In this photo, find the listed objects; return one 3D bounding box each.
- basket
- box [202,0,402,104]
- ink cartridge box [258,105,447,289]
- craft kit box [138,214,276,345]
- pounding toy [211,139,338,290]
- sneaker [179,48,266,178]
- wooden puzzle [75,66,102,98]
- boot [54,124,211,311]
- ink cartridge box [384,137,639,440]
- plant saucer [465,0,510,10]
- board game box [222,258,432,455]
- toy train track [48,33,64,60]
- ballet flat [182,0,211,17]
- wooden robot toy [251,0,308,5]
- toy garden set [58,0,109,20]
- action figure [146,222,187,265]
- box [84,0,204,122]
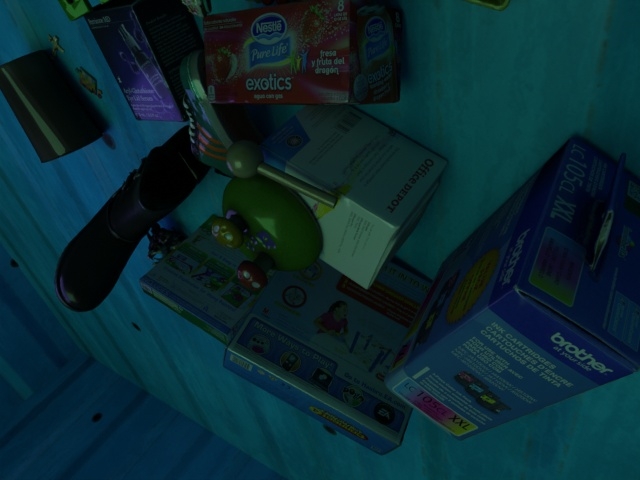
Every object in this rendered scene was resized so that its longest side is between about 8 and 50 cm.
[{"bbox_3d":[-0.661,-0.323,1.242,0.204,0.154,0.227,4,126,46],"label":"basket"},{"bbox_3d":[-0.029,-0.248,0.705,0.256,0.128,0.123,11,109,36],"label":"box"},{"bbox_3d":[0.040,-0.078,0.808,0.232,0.171,0.168,33,144,13],"label":"ink cartridge box"},{"bbox_3d":[-0.226,0.078,1.162,0.249,0.247,0.061,28,145,20],"label":"craft kit box"},{"bbox_3d":[-0.095,-0.013,0.762,0.183,0.110,0.237,36,147,8],"label":"pounding toy"},{"bbox_3d":[-0.183,-0.192,0.877,0.121,0.108,0.302,2,153,15],"label":"sneaker"},{"bbox_3d":[-0.537,-0.367,1.194,0.083,0.006,0.049,40,145,3],"label":"wooden puzzle"},{"bbox_3d":[-0.425,-0.030,1.156,0.146,0.367,0.445,33,151,-29],"label":"boot"},{"bbox_3d":[0.264,0.063,0.659,0.151,0.270,0.395,34,144,2],"label":"ink cartridge box"},{"bbox_3d":[0.136,-0.360,0.530,0.188,0.045,0.188,27,143,20],"label":"plant saucer"},{"bbox_3d":[0.040,0.155,0.905,0.308,0.302,0.086,28,144,4],"label":"board game box"},{"bbox_3d":[-0.613,-0.439,1.185,0.048,0.014,0.083,48,145,-8],"label":"toy train track"},{"bbox_3d":[-0.192,-0.413,0.681,0.091,0.077,0.241,-84,-11,-89],"label":"ballet flat"},{"bbox_3d":[-0.036,-0.357,0.681,0.173,0.076,0.079,15,126,32],"label":"wooden robot toy"},{"bbox_3d":[-0.335,-0.483,0.778,0.244,0.049,0.204,-16,117,20],"label":"toy garden set"},{"bbox_3d":[-0.386,0.049,1.377,0.275,0.141,0.164,23,152,23],"label":"action figure"},{"bbox_3d":[-0.293,-0.327,0.917,0.153,0.108,0.207,11,135,37],"label":"box"}]
